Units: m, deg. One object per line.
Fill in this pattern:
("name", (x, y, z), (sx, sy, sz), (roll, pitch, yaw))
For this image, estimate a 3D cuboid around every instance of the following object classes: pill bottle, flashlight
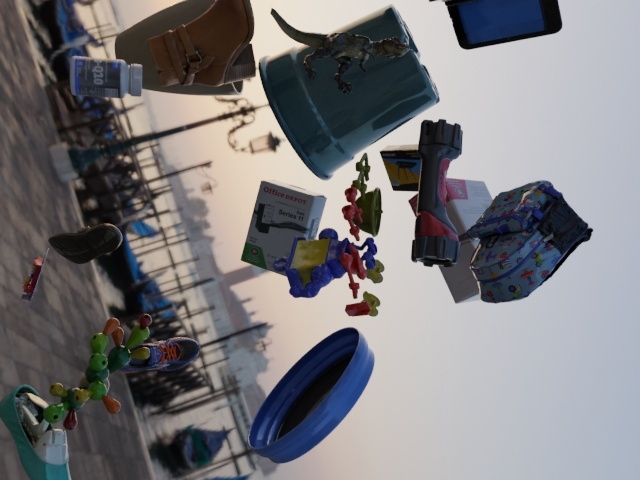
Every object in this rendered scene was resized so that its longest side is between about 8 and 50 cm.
("pill bottle", (-0.432, -0.329, 1.335), (0.078, 0.137, 0.078), (180, -90, -74))
("flashlight", (0.255, -0.099, 1.391), (0.103, 0.103, 0.304), (34, 62, -59))

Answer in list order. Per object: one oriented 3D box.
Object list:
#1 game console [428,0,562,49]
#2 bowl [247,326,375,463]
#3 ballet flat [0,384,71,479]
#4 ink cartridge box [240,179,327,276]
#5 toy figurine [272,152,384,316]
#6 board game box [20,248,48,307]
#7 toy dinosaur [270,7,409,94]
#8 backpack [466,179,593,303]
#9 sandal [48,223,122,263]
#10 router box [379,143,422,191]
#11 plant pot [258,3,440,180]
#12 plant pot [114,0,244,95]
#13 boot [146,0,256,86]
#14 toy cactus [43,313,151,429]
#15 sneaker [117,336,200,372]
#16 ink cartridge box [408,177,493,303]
("game console", (0.467, -0.603, 1.746), (0.250, 0.293, 0.173), (-36, 117, -56))
("bowl", (-0.018, 0.383, 1.640), (0.077, 0.391, 0.391), (45, -7, -10))
("ballet flat", (-0.533, 0.370, 1.250), (0.247, 0.087, 0.083), (44, 14, 27))
("ink cartridge box", (-0.089, -0.030, 1.601), (0.087, 0.153, 0.209), (-6, 112, -69))
("toy figurine", (0.000, 0.000, 1.329), (0.363, 0.217, 0.191), (-78, 149, -48))
("board game box", (-0.769, 0.095, 1.762), (0.133, 0.033, 0.169), (-37, -140, 57))
("toy dinosaur", (0.025, -0.347, 1.229), (0.064, 0.268, 0.118), (103, 0, -75))
("backpack", (0.296, 0.010, 1.005), (0.117, 0.173, 0.158), (48, -19, -11))
("sandal", (-0.535, -0.004, 1.519), (0.090, 0.219, 0.060), (57, 35, -25))
("router box", (0.262, -0.206, 1.875), (0.179, 0.046, 0.133), (7, -54, 52))
("plant pot", (0.084, -0.368, 1.578), (0.341, 0.334, 0.341), (55, 19, -30))
("plant pot", (-0.352, -0.466, 1.628), (0.256, 0.273, 0.257), (-8, 90, -84))
("boot", (-0.250, -0.435, 1.363), (0.283, 0.220, 0.109), (97, -18, -60))
("toy cactus", (-0.360, 0.229, 1.089), (0.112, 0.219, 0.180), (32, -38, -4))
("sneaker", (-0.404, 0.286, 1.625), (0.087, 0.221, 0.083), (151, -71, -65))
("ink cartridge box", (0.359, -0.001, 1.582), (0.117, 0.207, 0.283), (-36, -113, 37))
